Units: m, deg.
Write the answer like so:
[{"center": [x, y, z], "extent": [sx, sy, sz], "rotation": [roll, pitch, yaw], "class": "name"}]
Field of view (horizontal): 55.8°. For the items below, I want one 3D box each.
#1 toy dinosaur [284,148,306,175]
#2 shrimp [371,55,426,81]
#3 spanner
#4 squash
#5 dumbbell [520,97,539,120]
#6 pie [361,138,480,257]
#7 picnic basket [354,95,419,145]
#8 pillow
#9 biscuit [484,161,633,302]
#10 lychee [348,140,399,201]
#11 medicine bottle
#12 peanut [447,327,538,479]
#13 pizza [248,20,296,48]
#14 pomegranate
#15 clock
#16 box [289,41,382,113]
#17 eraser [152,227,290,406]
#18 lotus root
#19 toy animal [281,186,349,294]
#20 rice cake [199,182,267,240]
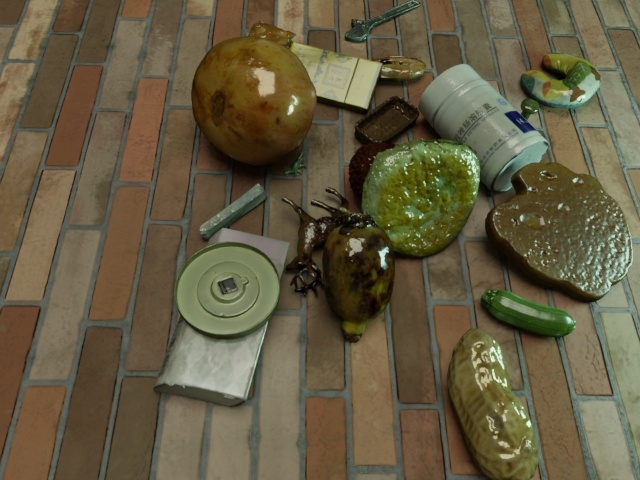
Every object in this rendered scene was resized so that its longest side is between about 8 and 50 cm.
[{"center": [-0.070, -0.208, 1.642], "extent": [0.062, 0.021, 0.083], "rotation": [-13, 60, 4], "class": "toy dinosaur"}, {"center": [0.204, -0.531, 1.840], "extent": [0.236, 0.053, 0.132], "rotation": [-5, 54, -5], "class": "shrimp"}, {"center": [0.205, -0.726, 1.977], "extent": [0.326, 0.026, 0.093], "rotation": [-32, 66, -22], "class": "spanner"}, {"center": [0.481, 0.172, 1.408], "extent": [0.219, 0.068, 0.077], "rotation": [21, 75, 9], "class": "squash"}, {"center": [0.575, -0.348, 1.707], "extent": [0.052, 0.118, 0.046], "rotation": [24, 64, 9], "class": "dumbbell"}, {"center": [0.246, -0.102, 1.465], "extent": [0.323, 0.323, 0.070], "rotation": [-18, 25, -14], "class": "pie"}, {"center": [0.187, -0.330, 1.711], "extent": [0.193, 0.054, 0.110], "rotation": [-38, 66, -23], "class": "picnic basket"}, {"center": [0.729, -0.484, 1.830], "extent": [0.233, 0.086, 0.214], "rotation": [-39, 57, -21], "class": "pillow"}, {"center": [0.592, -0.029, 1.504], "extent": [0.382, 0.074, 0.358], "rotation": [6, 67, -7], "class": "biscuit"}, {"center": [0.156, -0.164, 1.544], "extent": [0.188, 0.188, 0.188], "rotation": [1, 58, -2], "class": "lychee"}, {"center": [0.430, -0.308, 1.632], "extent": [0.190, 0.190, 0.332], "rotation": [-27, 64, -18], "class": "medicine bottle"}, {"center": [0.349, 0.337, 1.250], "extent": [0.140, 0.153, 0.324], "rotation": [-6, 65, -12], "class": "peanut"}, {"center": [-0.151, -0.612, 1.870], "extent": [0.161, 0.062, 0.182], "rotation": [-20, 56, -7], "class": "pizza"}, {"center": [-0.162, -0.361, 1.578], "extent": [0.339, 0.338, 0.338], "rotation": [1, 58, -2], "class": "pomegranate"}, {"center": [-0.205, 0.105, 1.335], "extent": [0.235, 0.029, 0.234], "rotation": [1, 58, -2], "class": "clock"}, {"center": [0.027, -0.480, 1.779], "extent": [0.279, 0.041, 0.153], "rotation": [16, 78, 8], "class": "box"}, {"center": [-0.215, 0.162, 1.365], "extent": [0.213, 0.082, 0.396], "rotation": [11, 58, 3], "class": "eraser"}, {"center": [0.089, 0.076, 1.369], "extent": [0.170, 0.141, 0.313], "rotation": [-1, 91, -30], "class": "lotus root"}, {"center": [-0.001, -0.011, 1.485], "extent": [0.244, 0.087, 0.259], "rotation": [-22, 59, -14], "class": "toy animal"}, {"center": [-0.222, -0.073, 1.535], "extent": [0.211, 0.043, 0.034], "rotation": [-38, 60, -23], "class": "rice cake"}]
